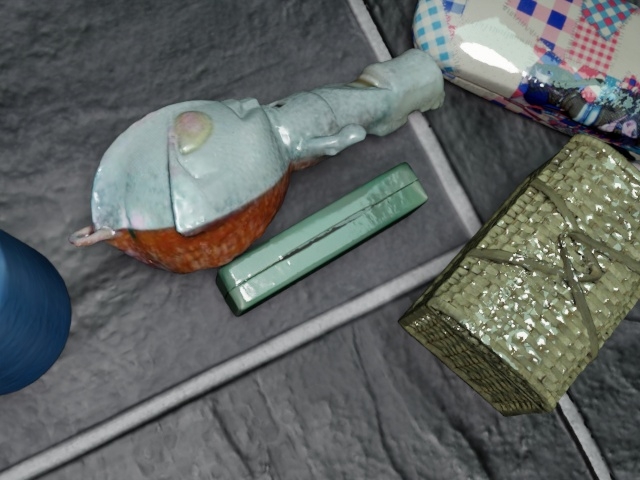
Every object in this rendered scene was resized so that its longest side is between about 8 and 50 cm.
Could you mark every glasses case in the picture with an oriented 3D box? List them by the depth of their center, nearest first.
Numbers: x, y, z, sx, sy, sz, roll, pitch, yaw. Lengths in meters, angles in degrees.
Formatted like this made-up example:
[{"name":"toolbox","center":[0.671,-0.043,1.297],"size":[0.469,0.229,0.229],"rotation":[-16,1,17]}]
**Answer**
[{"name":"glasses case","center":[0.000,0.000,0.820],"size":[0.184,0.078,0.039],"rotation":[-31,86,-12]},{"name":"glasses case","center":[0.241,-0.161,0.886],"size":[0.327,0.076,0.125],"rotation":[22,80,-4]}]

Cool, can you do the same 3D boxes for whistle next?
[{"name":"whistle","center":[-0.047,-0.070,0.805],"size":[0.346,0.142,0.134],"rotation":[-26,93,-23]}]

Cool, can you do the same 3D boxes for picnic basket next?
[{"name":"picnic basket","center":[0.185,0.032,0.802],"size":[0.134,0.154,0.196],"rotation":[44,76,1]}]

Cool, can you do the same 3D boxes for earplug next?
[{"name":"earplug","center":[-0.255,0.040,0.675],"size":[0.132,0.273,0.132],"rotation":[1,80,-8]}]
